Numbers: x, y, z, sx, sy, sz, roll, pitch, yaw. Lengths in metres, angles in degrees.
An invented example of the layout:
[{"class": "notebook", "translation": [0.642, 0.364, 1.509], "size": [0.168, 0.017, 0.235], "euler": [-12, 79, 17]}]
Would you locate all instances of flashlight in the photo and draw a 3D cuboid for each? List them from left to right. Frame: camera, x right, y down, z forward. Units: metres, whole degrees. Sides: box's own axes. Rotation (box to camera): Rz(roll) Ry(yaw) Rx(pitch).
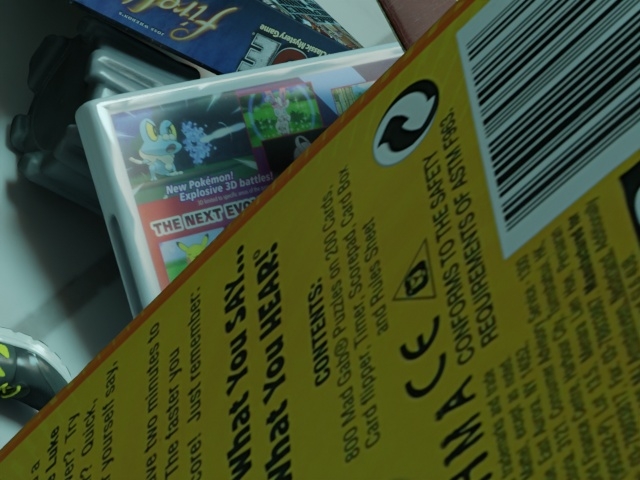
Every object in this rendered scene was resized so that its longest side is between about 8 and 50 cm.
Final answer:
[{"class": "flashlight", "translation": [0.000, 0.000, 0.773], "size": [0.304, 0.103, 0.103], "euler": [26, 65, -31]}]

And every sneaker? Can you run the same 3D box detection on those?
[{"class": "sneaker", "translation": [-0.134, 0.049, 0.609], "size": [0.083, 0.031, 0.035], "euler": [33, 46, -17]}]

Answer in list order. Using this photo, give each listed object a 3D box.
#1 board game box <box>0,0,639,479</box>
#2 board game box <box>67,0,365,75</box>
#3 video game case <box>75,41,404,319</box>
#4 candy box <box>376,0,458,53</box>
[{"class": "board game box", "translation": [0.120, 0.186, 0.440], "size": [0.356, 0.356, 0.357], "euler": [30, 34, -28]}, {"class": "board game box", "translation": [-0.088, -0.152, 0.808], "size": [0.165, 0.042, 0.243], "euler": [23, 18, -37]}, {"class": "video game case", "translation": [0.006, 0.010, 0.708], "size": [0.201, 0.023, 0.183], "euler": [-15, 88, -33]}, {"class": "candy box", "translation": [0.143, -0.013, 0.708], "size": [0.316, 0.087, 0.183], "euler": [36, 26, -61]}]
